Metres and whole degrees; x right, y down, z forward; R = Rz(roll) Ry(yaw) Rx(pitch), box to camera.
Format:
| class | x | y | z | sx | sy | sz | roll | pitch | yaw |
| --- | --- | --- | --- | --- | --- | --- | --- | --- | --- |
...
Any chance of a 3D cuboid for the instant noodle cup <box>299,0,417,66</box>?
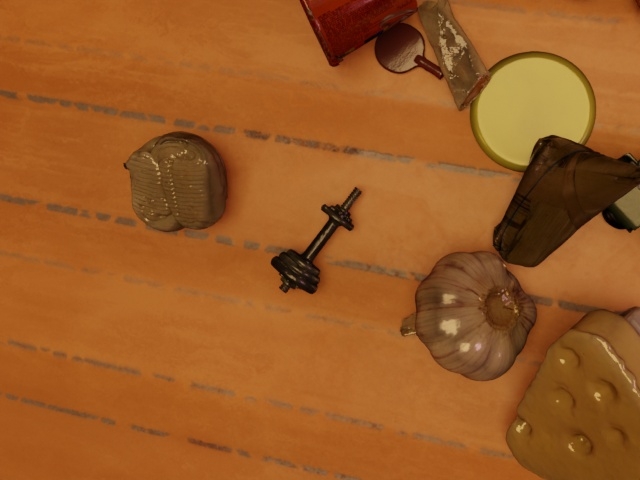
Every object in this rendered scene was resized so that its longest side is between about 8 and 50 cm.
| class | x | y | z | sx | sy | sz | roll | pitch | yaw |
| --- | --- | --- | --- | --- | --- | --- | --- | --- | --- |
| instant noodle cup | 0.056 | -0.475 | 1.582 | 0.192 | 0.250 | 0.250 | -24 | 87 | 5 |

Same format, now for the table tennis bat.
| class | x | y | z | sx | sy | sz | roll | pitch | yaw |
| --- | --- | --- | --- | --- | --- | --- | --- | --- | --- |
| table tennis bat | 0.178 | -0.365 | 1.666 | 0.155 | 0.019 | 0.098 | 34 | 99 | 11 |

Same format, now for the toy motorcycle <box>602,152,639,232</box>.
| class | x | y | z | sx | sy | sz | roll | pitch | yaw |
| --- | --- | --- | --- | --- | --- | --- | --- | --- | --- |
| toy motorcycle | 0.642 | -0.104 | 1.529 | 0.275 | 0.127 | 0.205 | -43 | 83 | 18 |

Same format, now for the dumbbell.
| class | x | y | z | sx | sy | sz | roll | pitch | yaw |
| --- | --- | --- | --- | --- | --- | --- | --- | --- | --- |
| dumbbell | 0.000 | 0.000 | 1.685 | 0.110 | 0.110 | 0.254 | 38 | 94 | 8 |

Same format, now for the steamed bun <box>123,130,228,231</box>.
| class | x | y | z | sx | sy | sz | roll | pitch | yaw |
| --- | --- | --- | --- | --- | --- | --- | --- | --- | --- |
| steamed bun | -0.278 | -0.131 | 1.719 | 0.211 | 0.144 | 0.217 | 7 | 125 | 20 |

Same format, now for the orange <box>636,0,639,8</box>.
| class | x | y | z | sx | sy | sz | roll | pitch | yaw |
| --- | --- | --- | --- | --- | --- | --- | --- | --- | --- |
| orange | 0.631 | -0.458 | 1.510 | 0.136 | 0.117 | 0.135 | 1 | 95 | 6 |

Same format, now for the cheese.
| class | x | y | z | sx | sy | sz | roll | pitch | yaw |
| --- | --- | --- | --- | --- | --- | --- | --- | --- | --- |
| cheese | 0.487 | 0.288 | 1.457 | 0.384 | 0.104 | 0.383 | 30 | 134 | 37 |

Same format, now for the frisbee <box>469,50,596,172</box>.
| class | x | y | z | sx | sy | sz | roll | pitch | yaw |
| --- | --- | --- | --- | --- | --- | --- | --- | --- | --- |
| frisbee | 0.405 | -0.246 | 1.622 | 0.236 | 0.017 | 0.235 | 1 | 93 | 12 |

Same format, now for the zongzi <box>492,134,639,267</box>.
| class | x | y | z | sx | sy | sz | roll | pitch | yaw |
| --- | --- | --- | --- | --- | --- | --- | --- | --- | --- |
| zongzi | 0.437 | -0.040 | 1.489 | 0.123 | 0.289 | 0.260 | 20 | 104 | -21 |

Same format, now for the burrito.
| class | x | y | z | sx | sy | sz | roll | pitch | yaw |
| --- | --- | --- | --- | --- | --- | --- | --- | --- | --- |
| burrito | 0.254 | -0.367 | 1.619 | 0.087 | 0.060 | 0.225 | -27 | 82 | 23 |

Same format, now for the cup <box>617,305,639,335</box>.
| class | x | y | z | sx | sy | sz | roll | pitch | yaw |
| --- | --- | --- | --- | --- | --- | --- | --- | --- | --- |
| cup | 0.560 | 0.255 | 1.539 | 0.221 | 0.167 | 0.202 | -38 | 82 | 8 |

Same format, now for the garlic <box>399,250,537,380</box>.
| class | x | y | z | sx | sy | sz | roll | pitch | yaw |
| --- | --- | --- | --- | --- | --- | --- | --- | --- | --- |
| garlic | 0.252 | 0.151 | 1.609 | 0.253 | 0.245 | 0.245 | -21 | 88 | 49 |
